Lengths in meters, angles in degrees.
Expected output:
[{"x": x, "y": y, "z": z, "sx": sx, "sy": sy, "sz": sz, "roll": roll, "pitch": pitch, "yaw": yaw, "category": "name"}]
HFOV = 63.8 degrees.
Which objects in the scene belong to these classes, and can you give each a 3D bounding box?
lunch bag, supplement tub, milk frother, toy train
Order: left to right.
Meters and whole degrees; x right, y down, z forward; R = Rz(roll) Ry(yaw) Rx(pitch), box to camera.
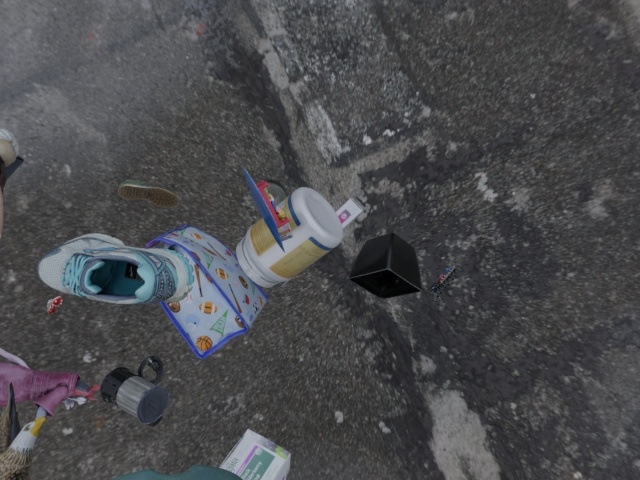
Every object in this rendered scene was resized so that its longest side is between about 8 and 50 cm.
[{"x": -0.392, "y": 0.332, "z": 1.169, "sx": 0.134, "sy": 0.129, "sz": 0.143, "roll": 13, "pitch": 58, "yaw": 32, "category": "milk frother"}, {"x": -0.385, "y": 0.136, "z": 1.661, "sx": 0.238, "sy": 0.328, "sz": 0.386, "roll": -33, "pitch": 96, "yaw": 7, "category": "lunch bag"}, {"x": -0.067, "y": -0.003, "z": 1.087, "sx": 0.199, "sy": 0.144, "sz": 0.144, "roll": -36, "pitch": 85, "yaw": 24, "category": "supplement tub"}, {"x": 0.349, "y": 0.114, "z": 1.456, "sx": 0.036, "sy": 0.158, "sz": 0.027, "roll": 27, "pitch": 128, "yaw": 25, "category": "toy train"}]

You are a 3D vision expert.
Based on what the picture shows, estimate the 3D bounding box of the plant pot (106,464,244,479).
[{"x": -0.135, "y": 0.409, "z": 0.427, "sx": 0.341, "sy": 0.341, "sz": 0.334, "roll": -33, "pitch": 45, "yaw": 1, "category": "plant pot"}]

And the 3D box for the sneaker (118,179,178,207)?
[{"x": -0.576, "y": -0.166, "z": 1.728, "sx": 0.192, "sy": 0.086, "sz": 0.064, "roll": 10, "pitch": 113, "yaw": -24, "category": "sneaker"}]

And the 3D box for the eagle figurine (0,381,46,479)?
[{"x": -0.583, "y": 0.397, "z": 0.921, "sx": 0.298, "sy": 0.225, "sz": 0.227, "roll": 26, "pitch": 133, "yaw": 23, "category": "eagle figurine"}]

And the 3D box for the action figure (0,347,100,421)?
[{"x": -0.881, "y": 0.446, "z": 1.616, "sx": 0.369, "sy": 0.248, "sz": 0.276, "roll": 5, "pitch": 94, "yaw": -17, "category": "action figure"}]

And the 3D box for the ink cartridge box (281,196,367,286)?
[{"x": 0.000, "y": 0.000, "z": 1.726, "sx": 0.069, "sy": 0.176, "sz": 0.371, "roll": 45, "pitch": 101, "yaw": 2, "category": "ink cartridge box"}]

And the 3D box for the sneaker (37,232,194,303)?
[{"x": -0.354, "y": 0.045, "z": 0.825, "sx": 0.282, "sy": 0.122, "sz": 0.110, "roll": 1, "pitch": 92, "yaw": 18, "category": "sneaker"}]

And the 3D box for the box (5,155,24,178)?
[{"x": -0.900, "y": -0.156, "z": 1.322, "sx": 0.059, "sy": 0.183, "sz": 0.233, "roll": 40, "pitch": 83, "yaw": -3, "category": "box"}]

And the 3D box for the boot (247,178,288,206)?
[{"x": -0.121, "y": -0.075, "z": 1.558, "sx": 0.083, "sy": 0.246, "sz": 0.161, "roll": -24, "pitch": 61, "yaw": 19, "category": "boot"}]

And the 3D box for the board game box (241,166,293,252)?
[{"x": -0.086, "y": -0.060, "z": 0.895, "sx": 0.033, "sy": 0.169, "sz": 0.133, "roll": -28, "pitch": 64, "yaw": -10, "category": "board game box"}]

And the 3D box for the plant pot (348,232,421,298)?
[{"x": 0.235, "y": 0.082, "z": 1.796, "sx": 0.187, "sy": 0.188, "sz": 0.167, "roll": 32, "pitch": 58, "yaw": -33, "category": "plant pot"}]

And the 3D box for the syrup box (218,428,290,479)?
[{"x": -0.120, "y": 0.462, "z": 0.941, "sx": 0.096, "sy": 0.093, "sz": 0.237, "roll": 22, "pitch": 133, "yaw": 18, "category": "syrup box"}]

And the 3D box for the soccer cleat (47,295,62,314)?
[{"x": -0.752, "y": 0.176, "z": 1.450, "sx": 0.083, "sy": 0.029, "sz": 0.036, "roll": -47, "pitch": 65, "yaw": 35, "category": "soccer cleat"}]

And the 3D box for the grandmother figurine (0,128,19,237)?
[{"x": -0.725, "y": -0.121, "z": 1.119, "sx": 0.103, "sy": 0.208, "sz": 0.343, "roll": 6, "pitch": 45, "yaw": -23, "category": "grandmother figurine"}]
